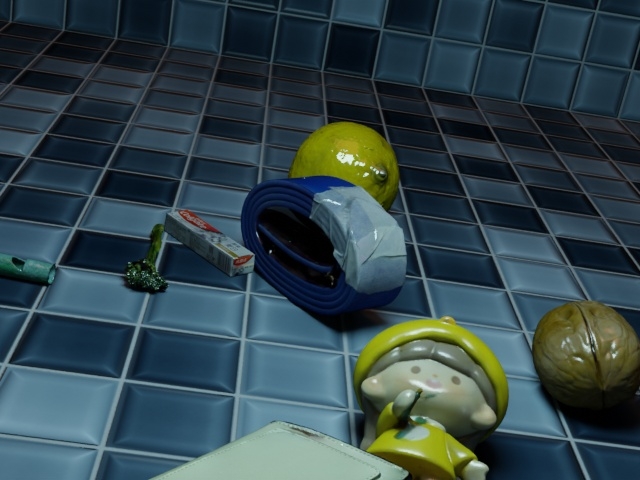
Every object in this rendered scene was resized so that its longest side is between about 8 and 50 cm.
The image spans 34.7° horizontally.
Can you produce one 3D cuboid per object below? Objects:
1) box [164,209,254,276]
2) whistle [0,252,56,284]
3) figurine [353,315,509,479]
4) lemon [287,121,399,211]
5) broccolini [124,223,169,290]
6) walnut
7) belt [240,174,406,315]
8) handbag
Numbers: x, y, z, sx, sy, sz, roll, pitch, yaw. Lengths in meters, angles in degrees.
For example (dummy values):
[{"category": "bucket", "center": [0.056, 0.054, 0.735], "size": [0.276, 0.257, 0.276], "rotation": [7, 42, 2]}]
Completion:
[{"category": "box", "center": [-0.209, 0.002, 1.911], "size": [0.055, 0.040, 0.218], "rotation": [-12, 32, -40]}, {"category": "whistle", "center": [-0.533, 0.038, 1.695], "size": [0.186, 0.039, 0.039], "rotation": [11, 23, 2]}, {"category": "figurine", "center": [0.127, 0.235, 1.348], "size": [0.215, 0.187, 0.344], "rotation": [24, 31, 8]}, {"category": "lemon", "center": [0.049, -0.126, 2.087], "size": [0.228, 0.228, 0.253], "rotation": [11, 3, 1]}, {"category": "broccolini", "center": [-0.304, 0.033, 1.827], "size": [0.057, 0.071, 0.254], "rotation": [-32, 17, 5]}, {"category": "walnut", "center": [0.419, 0.181, 1.614], "size": [0.167, 0.167, 0.207], "rotation": [8, 21, -5]}, {"category": "belt", "center": [0.000, 0.000, 1.788], "size": [0.117, 0.212, 0.347], "rotation": [-6, 24, -37]}, {"category": "handbag", "center": [-0.102, 0.323, 1.068], "size": [0.236, 0.160, 0.358], "rotation": [21, 24, 37]}]
